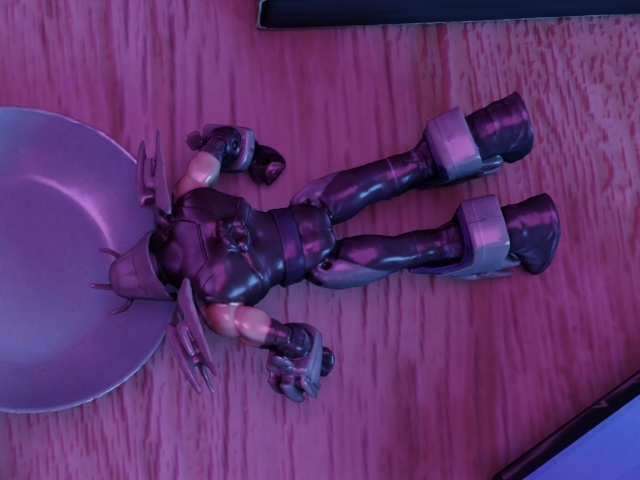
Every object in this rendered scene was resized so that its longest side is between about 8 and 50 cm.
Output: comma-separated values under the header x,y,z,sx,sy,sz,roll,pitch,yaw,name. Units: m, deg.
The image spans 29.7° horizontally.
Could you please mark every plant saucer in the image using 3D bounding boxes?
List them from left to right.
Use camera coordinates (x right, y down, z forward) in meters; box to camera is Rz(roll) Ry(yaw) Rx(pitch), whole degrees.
x,y,z,sx,sy,sz,roll,pitch,yaw,name
-0.183,0.013,0.738,0.195,0.037,0.195,8,68,-20,plant saucer

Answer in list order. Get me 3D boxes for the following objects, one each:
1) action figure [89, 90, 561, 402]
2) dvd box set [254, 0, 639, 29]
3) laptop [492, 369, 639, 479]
x,y,z,sx,sy,sz,roll,pitch,yaw,name
0.000,0.000,0.741,0.285,0.099,0.185,-13,79,-9,action figure
0.092,-0.358,0.839,0.308,0.062,0.420,-3,79,-5,dvd box set
0.276,0.189,0.680,0.234,0.136,0.264,-37,46,5,laptop
